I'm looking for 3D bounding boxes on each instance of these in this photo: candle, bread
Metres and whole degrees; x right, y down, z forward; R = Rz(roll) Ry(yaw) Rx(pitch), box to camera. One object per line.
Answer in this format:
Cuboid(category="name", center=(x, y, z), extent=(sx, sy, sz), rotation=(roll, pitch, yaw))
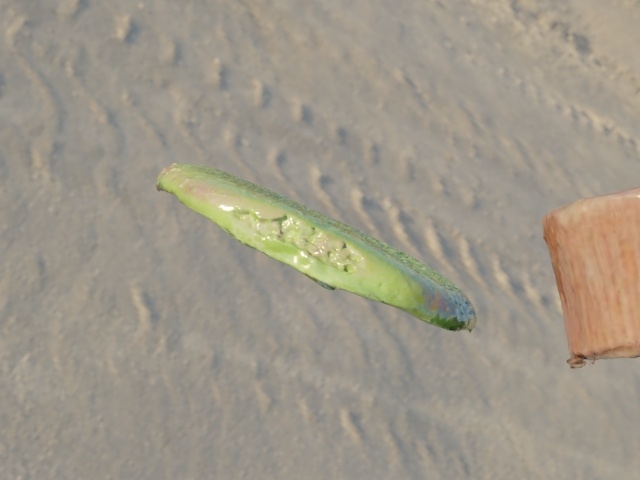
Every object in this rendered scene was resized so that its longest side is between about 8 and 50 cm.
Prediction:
Cuboid(category="candle", center=(0.299, -0.010, 0.858), extent=(0.287, 0.317, 0.131), rotation=(96, -18, -85))
Cuboid(category="bread", center=(0.002, 0.001, 1.105), extent=(0.301, 0.045, 0.301), rotation=(26, 3, -2))
